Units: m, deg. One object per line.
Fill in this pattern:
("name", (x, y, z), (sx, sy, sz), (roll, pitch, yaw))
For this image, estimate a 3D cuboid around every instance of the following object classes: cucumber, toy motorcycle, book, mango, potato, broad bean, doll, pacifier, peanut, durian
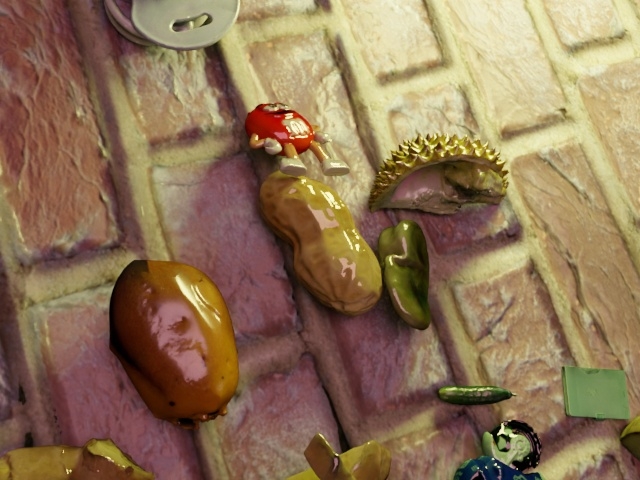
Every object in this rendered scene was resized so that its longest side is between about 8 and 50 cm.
("cucumber", (0.289, 0.287, 1.426), (0.155, 0.037, 0.037), (3, 71, -12))
("toy motorcycle", (0.340, 0.487, 1.334), (0.196, 0.125, 0.331), (-11, 72, -17))
("book", (0.537, 0.300, 1.500), (0.135, 0.017, 0.103), (6, 68, -14))
("mango", (-0.236, 0.165, 1.262), (0.201, 0.152, 0.287), (-26, 78, -11))
("potato", (0.654, 0.347, 1.448), (0.081, 0.149, 0.120), (47, 64, -3))
("broad bean", (0.160, 0.068, 1.415), (0.153, 0.072, 0.207), (22, 58, -50))
("doll", (-0.058, -0.196, 1.441), (0.183, 0.085, 0.217), (-5, 41, -38))
("pacifier", (-0.283, -0.506, 1.426), (0.244, 0.233, 0.299), (-18, 77, -17))
("peanut", (0.000, 0.000, 1.390), (0.147, 0.147, 0.306), (-25, 79, -21))
("durian", (0.250, -0.127, 1.497), (0.306, 0.172, 0.167), (1, 96, -23))

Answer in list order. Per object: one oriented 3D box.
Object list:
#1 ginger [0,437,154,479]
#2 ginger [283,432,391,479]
("ginger", (-0.386, 0.368, 1.152), (0.267, 0.138, 0.152), (-10, 117, -16))
("ginger", (-0.025, 0.508, 1.177), (0.358, 0.211, 0.413), (9, 71, -10))
